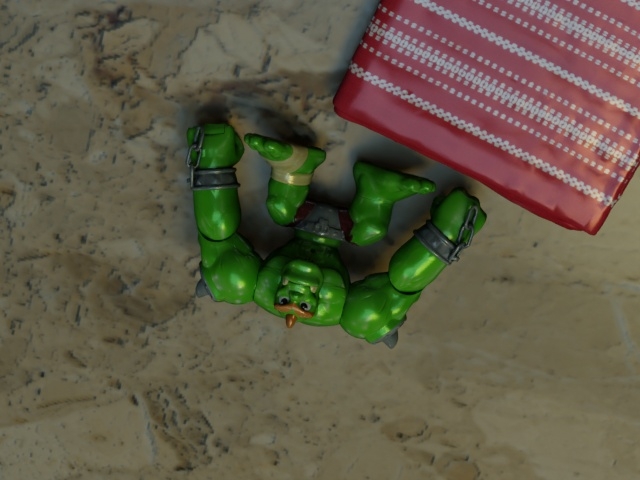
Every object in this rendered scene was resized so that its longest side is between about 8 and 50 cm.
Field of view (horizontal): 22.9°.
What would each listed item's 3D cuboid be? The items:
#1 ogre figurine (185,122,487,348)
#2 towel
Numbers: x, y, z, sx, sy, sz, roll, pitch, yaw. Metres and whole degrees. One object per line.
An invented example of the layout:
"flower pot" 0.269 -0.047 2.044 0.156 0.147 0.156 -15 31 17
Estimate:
"ogre figurine" 0.000 0.000 1.044 0.197 0.097 0.118 13 97 -16
"towel" 0.148 -0.154 0.992 0.198 0.031 0.275 26 112 -3
